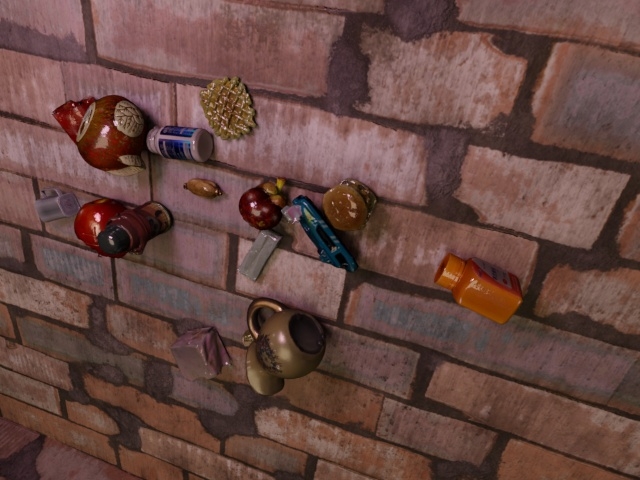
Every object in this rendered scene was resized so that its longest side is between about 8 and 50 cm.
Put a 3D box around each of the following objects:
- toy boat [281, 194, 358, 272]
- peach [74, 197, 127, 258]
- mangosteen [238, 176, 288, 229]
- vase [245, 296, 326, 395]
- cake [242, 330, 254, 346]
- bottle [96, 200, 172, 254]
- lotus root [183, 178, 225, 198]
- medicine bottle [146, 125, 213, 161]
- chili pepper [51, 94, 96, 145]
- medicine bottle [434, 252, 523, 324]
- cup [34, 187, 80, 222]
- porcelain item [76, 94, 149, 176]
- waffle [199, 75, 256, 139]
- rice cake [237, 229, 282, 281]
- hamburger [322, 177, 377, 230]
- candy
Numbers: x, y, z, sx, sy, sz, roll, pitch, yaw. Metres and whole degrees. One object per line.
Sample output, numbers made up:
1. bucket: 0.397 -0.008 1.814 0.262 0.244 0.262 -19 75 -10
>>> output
1. toy boat: 0.000 0.000 1.282 0.092 0.134 0.298 -40 108 -11
2. peach: -0.798 -0.038 1.534 0.190 0.196 0.226 16 122 49
3. mangosteen: -0.170 -0.117 1.325 0.156 0.181 0.145 42 165 15
4. vase: -0.161 0.359 1.494 0.302 0.241 0.329 -42 74 34
5. cake: -0.238 0.379 1.632 0.140 0.055 0.051 -11 110 4
6. bottle: -0.648 -0.031 1.434 0.156 0.271 0.143 46 120 -6
7. lotus root: -0.394 -0.178 1.398 0.152 0.063 0.072 14 156 8
8. medicine bottle: -0.456 -0.314 1.329 0.192 0.107 0.106 9 117 15
9. chili pepper: -0.793 -0.367 1.433 0.144 0.136 0.252 -33 119 -16
10. medicine bottle: 0.457 0.128 1.202 0.222 0.149 0.112 26 119 6
11. cup: -1.040 -0.146 1.618 0.130 0.095 0.128 -8 109 19
12. porcelain item: -0.641 -0.332 1.331 0.253 0.253 0.252 8 116 15
13. waffle: -0.285 -0.405 1.269 0.169 0.036 0.183 -15 109 23
14. rice cake: -0.217 0.050 1.459 0.085 0.040 0.226 35 121 1
15. hamburger: 0.076 -0.094 1.239 0.159 0.131 0.184 34 124 5
16. candy: -0.494 0.466 1.697 0.185 0.137 0.195 -11 108 23
